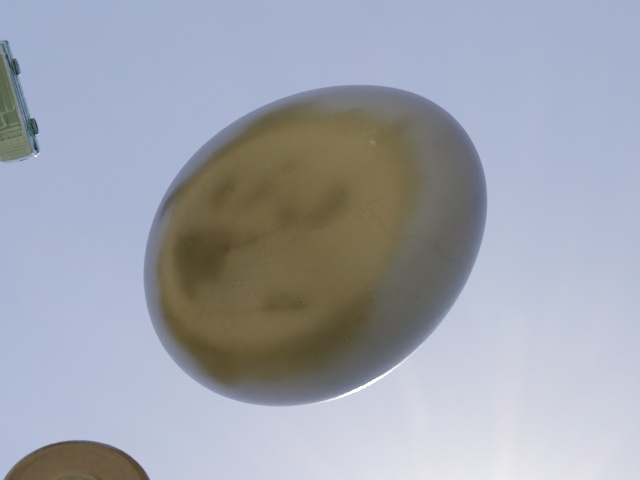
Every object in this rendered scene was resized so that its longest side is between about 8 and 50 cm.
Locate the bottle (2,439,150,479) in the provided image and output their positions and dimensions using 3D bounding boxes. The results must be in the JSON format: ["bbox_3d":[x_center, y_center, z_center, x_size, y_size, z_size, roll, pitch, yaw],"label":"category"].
[{"bbox_3d":[-0.156,0.220,1.227,0.097,0.209,0.110,-15,-129,-20],"label":"bottle"}]

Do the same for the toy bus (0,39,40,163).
[{"bbox_3d":[-0.216,-0.094,1.326,0.031,0.037,0.083,-15,-79,1],"label":"toy bus"}]

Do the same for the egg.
[{"bbox_3d":[0.000,0.000,1.223,0.241,0.186,0.186,-35,-121,-17],"label":"egg"}]
